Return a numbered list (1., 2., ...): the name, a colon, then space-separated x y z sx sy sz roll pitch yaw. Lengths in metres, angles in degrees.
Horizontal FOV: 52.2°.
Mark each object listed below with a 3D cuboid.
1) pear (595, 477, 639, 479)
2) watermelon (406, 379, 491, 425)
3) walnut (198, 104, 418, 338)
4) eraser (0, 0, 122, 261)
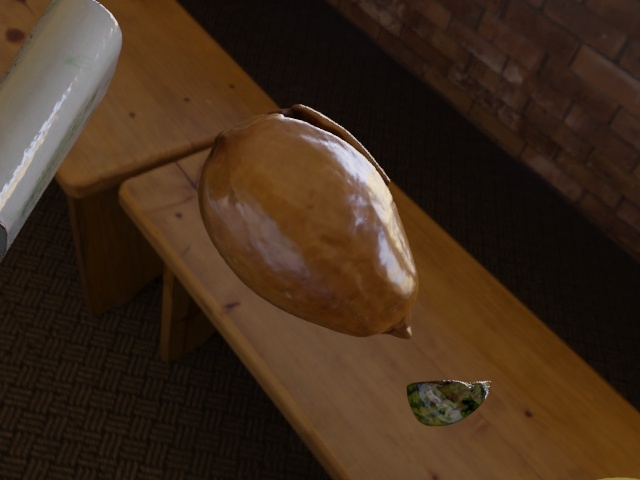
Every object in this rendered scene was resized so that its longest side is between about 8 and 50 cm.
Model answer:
1. pear: 0.387 0.479 0.817 0.348 0.348 0.348 7 49 -8
2. watermelon: 0.197 0.260 1.107 0.069 0.163 0.087 53 44 -20
3. walnut: 0.000 0.000 0.753 0.336 0.209 0.209 49 48 -17
4. eraser: -0.279 -0.103 0.620 0.081 0.174 0.227 30 62 -19
